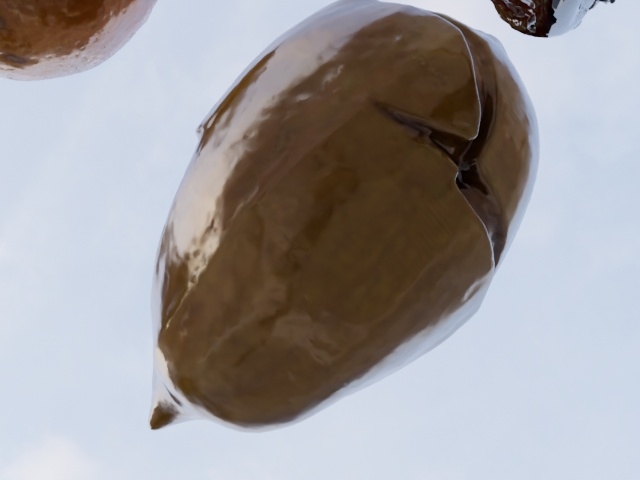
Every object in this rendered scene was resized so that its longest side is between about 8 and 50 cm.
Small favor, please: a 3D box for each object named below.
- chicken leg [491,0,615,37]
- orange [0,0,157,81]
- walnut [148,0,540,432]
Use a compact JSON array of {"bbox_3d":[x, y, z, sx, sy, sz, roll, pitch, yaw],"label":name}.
[{"bbox_3d":[0.115,-0.138,0.457,0.051,0.253,0.106,38,-86,11],"label":"chicken leg"},{"bbox_3d":[-0.225,-0.232,0.817,0.224,0.224,0.170,5,-24,-11],"label":"orange"},{"bbox_3d":[0.000,0.000,0.663,0.209,0.209,0.336,37,-81,-20],"label":"walnut"}]
